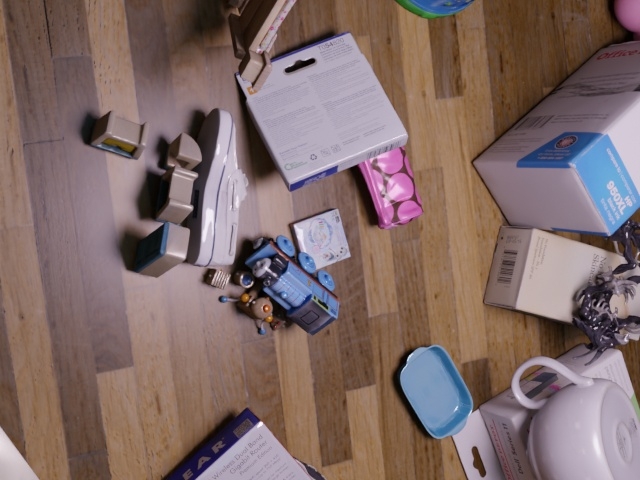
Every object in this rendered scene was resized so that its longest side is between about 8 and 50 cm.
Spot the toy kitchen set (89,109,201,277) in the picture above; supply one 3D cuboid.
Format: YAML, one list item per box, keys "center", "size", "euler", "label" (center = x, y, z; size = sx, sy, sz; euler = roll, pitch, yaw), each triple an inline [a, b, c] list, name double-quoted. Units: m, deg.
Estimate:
- center: [-0.294, -0.070, 1.579]
  size: [0.166, 0.122, 0.207]
  euler: [17, 66, -26]
  label: "toy kitchen set"

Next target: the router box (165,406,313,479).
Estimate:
- center: [-0.146, 0.501, 1.663]
  size: [0.335, 0.082, 0.301]
  euler: [-42, 110, -10]
  label: "router box"

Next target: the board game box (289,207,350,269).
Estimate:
- center: [0.000, 0.000, 1.759]
  size: [0.090, 0.020, 0.090]
  euler: [-20, 102, -24]
  label: "board game box"

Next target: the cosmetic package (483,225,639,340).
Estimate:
- center: [0.483, 0.084, 1.950]
  size: [0.309, 0.113, 0.160]
  euler: [14, 87, -25]
  label: "cosmetic package"

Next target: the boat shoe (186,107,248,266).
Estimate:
- center: [-0.162, -0.084, 1.644]
  size: [0.084, 0.095, 0.258]
  euler: [4, 102, -30]
  label: "boat shoe"

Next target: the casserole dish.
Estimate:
- center: [0.209, 0.278, 1.869]
  size: [0.114, 0.037, 0.188]
  euler: [-37, 109, -20]
  label: "casserole dish"

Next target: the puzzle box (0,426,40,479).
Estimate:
- center: [-0.577, 0.366, 1.481]
  size: [0.272, 0.052, 0.409]
  euler: [-36, 107, -20]
  label: "puzzle box"

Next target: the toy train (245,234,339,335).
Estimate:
- center: [-0.045, 0.071, 1.687]
  size: [0.080, 0.105, 0.184]
  euler: [-37, 115, 26]
  label: "toy train"

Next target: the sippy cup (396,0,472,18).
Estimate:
- center: [0.246, -0.515, 1.736]
  size: [0.240, 0.224, 0.306]
  euler: [32, 80, -23]
  label: "sippy cup"

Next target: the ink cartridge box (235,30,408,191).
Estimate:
- center: [0.000, -0.218, 1.686]
  size: [0.223, 0.045, 0.224]
  euler: [-22, 71, -11]
  label: "ink cartridge box"

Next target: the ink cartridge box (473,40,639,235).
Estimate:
- center: [0.528, -0.198, 1.857]
  size: [0.395, 0.285, 0.166]
  euler: [-41, 111, -18]
  label: "ink cartridge box"

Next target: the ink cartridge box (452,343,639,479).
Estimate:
- center: [0.444, 0.371, 1.943]
  size: [0.353, 0.119, 0.207]
  euler: [-27, 104, -21]
  label: "ink cartridge box"

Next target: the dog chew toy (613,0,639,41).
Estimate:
- center: [0.720, -0.417, 1.995]
  size: [0.331, 0.206, 0.207]
  euler: [33, 79, -16]
  label: "dog chew toy"

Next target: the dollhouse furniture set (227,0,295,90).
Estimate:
- center: [0.006, -0.415, 1.546]
  size: [0.173, 0.356, 0.303]
  euler: [21, 123, -25]
  label: "dollhouse furniture set"

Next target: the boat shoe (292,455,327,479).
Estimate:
- center: [-0.030, 0.409, 1.760]
  size: [0.125, 0.038, 0.046]
  euler: [39, 108, -19]
  label: "boat shoe"

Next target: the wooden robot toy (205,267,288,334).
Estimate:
- center: [-0.105, 0.098, 1.681]
  size: [0.173, 0.079, 0.076]
  euler: [42, 75, -22]
  label: "wooden robot toy"

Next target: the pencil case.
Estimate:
- center: [0.108, -0.121, 1.767]
  size: [0.098, 0.095, 0.209]
  euler: [-40, 111, -56]
  label: "pencil case"

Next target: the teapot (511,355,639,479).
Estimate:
- center: [0.450, 0.366, 1.786]
  size: [0.252, 0.187, 0.256]
  euler: [39, 48, -40]
  label: "teapot"

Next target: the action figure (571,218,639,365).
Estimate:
- center: [0.557, 0.104, 1.850]
  size: [0.164, 0.141, 0.276]
  euler: [26, 80, -36]
  label: "action figure"
